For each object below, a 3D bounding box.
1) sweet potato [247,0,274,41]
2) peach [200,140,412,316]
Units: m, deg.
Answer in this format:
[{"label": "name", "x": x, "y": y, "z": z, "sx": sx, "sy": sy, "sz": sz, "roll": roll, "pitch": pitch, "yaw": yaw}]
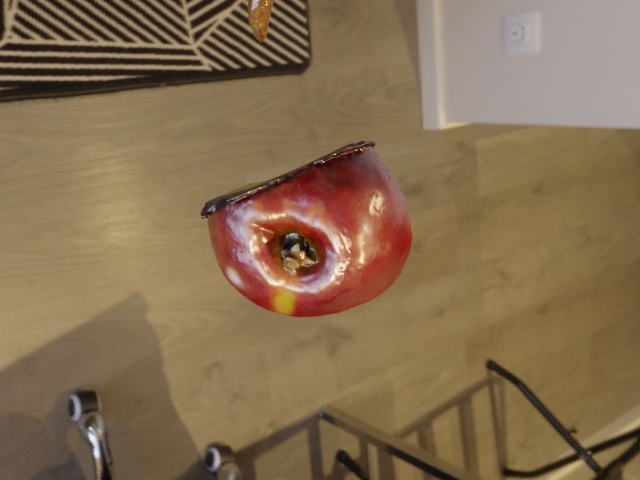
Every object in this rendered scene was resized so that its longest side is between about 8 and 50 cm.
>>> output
[{"label": "sweet potato", "x": -0.053, "y": -0.419, "z": 1.152, "sx": 0.078, "sy": 0.058, "sz": 0.255, "roll": 20, "pitch": 122, "yaw": -34}, {"label": "peach", "x": 0.000, "y": 0.000, "z": 1.052, "sx": 0.258, "sy": 0.362, "sz": 0.201, "roll": -22, "pitch": 91, "yaw": 8}]
